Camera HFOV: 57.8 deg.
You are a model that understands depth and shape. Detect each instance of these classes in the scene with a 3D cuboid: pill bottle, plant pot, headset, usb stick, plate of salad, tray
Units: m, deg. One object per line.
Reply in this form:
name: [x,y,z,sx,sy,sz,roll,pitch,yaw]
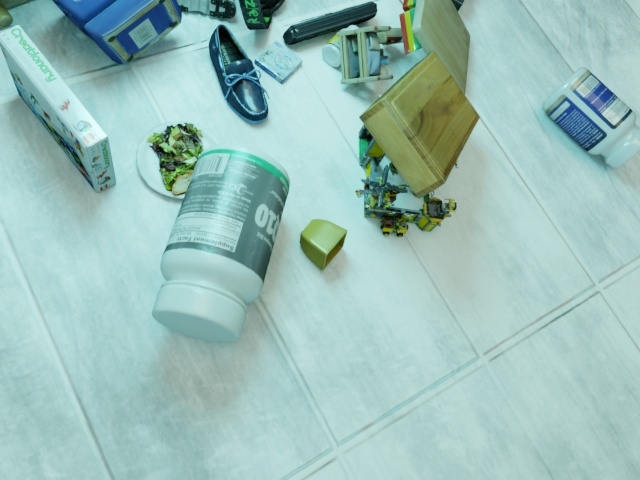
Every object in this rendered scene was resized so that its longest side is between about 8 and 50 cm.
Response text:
pill bottle: [-0.197,0.005,1.163,0.204,0.204,0.361,17,65,-8]
pill bottle: [0.755,-0.332,1.587,0.153,0.153,0.265,-40,83,-25]
pill bottle: [0.060,-0.516,1.526,0.065,0.065,0.116,39,64,3]
plant pot: [-0.453,-0.544,1.287,0.236,0.236,0.212,-39,90,-4]
headset: [-0.187,-0.703,1.465,0.185,0.243,0.394,-1,52,6]
usb stick: [0.029,-0.579,1.540,0.278,0.077,0.045,-26,104,-22]
plate of salad: [-0.310,-0.188,1.300,0.199,0.048,0.200,5,67,-12]
plant pot: [0.000,0.000,1.289,0.083,0.081,0.081,36,63,13]
tray: [0.237,-0.273,1.279,0.203,0.076,0.411,52,38,-10]

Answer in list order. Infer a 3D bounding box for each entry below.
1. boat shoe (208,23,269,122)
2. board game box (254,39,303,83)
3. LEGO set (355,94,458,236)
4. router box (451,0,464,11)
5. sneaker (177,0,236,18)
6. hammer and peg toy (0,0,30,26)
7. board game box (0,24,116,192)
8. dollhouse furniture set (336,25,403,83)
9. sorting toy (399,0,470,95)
boat shoe: [-0.207,-0.402,1.393,0.109,0.089,0.258,-29,78,-24]
board game box: [-0.107,-0.458,1.482,0.090,0.020,0.090,38,64,3]
LEGO set: [0.212,-0.191,1.360,0.254,0.192,0.331,14,65,-9]
router box: [0.343,-0.827,1.723,0.243,0.081,0.309,27,64,-3]
sneaker: [-0.327,-0.635,1.470,0.234,0.078,0.106,8,60,-13]
hammer and peg toy: [-0.611,-0.636,1.296,0.361,0.266,0.127,-35,90,-24]
board game box: [-0.536,-0.262,1.189,0.053,0.193,0.305,-37,81,-25]
dollhouse furniture set: [0.155,-0.478,1.487,0.183,0.129,0.129,-19,110,-41]
sorting toy: [0.296,-0.536,1.529,0.257,0.089,0.255,42,49,-40]
